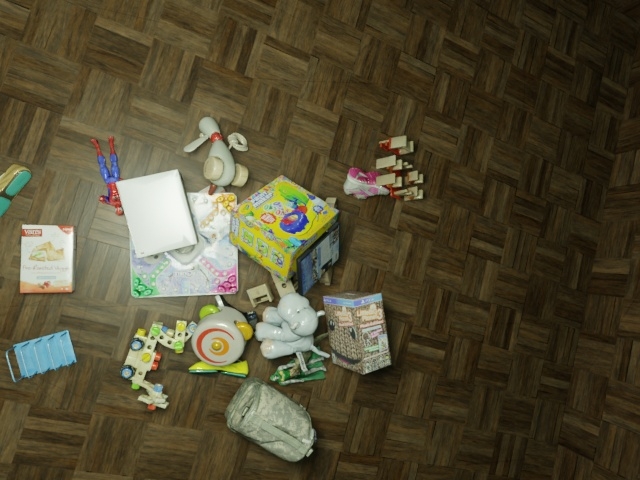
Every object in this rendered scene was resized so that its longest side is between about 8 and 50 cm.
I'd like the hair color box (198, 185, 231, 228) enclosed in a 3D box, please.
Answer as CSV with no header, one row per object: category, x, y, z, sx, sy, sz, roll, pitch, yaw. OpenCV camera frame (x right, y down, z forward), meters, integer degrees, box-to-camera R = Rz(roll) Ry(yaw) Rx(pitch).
hair color box,-0.394,-0.138,1.689,0.093,0.053,0.167,-34,100,-14

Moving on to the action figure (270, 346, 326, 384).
action figure,-0.094,0.535,1.771,0.232,0.063,0.137,-12,87,-19

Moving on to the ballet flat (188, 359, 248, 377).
ballet flat,-0.390,0.484,1.673,0.230,0.077,0.077,12,64,-21

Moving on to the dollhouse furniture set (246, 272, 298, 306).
dollhouse furniture set,-0.193,0.163,1.733,0.183,0.129,0.129,-20,95,12

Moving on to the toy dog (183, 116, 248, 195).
toy dog,-0.399,-0.301,1.622,0.220,0.334,0.161,29,121,-31

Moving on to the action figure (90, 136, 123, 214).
action figure,-0.749,-0.228,1.533,0.091,0.139,0.281,-13,95,-17

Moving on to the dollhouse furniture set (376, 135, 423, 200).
dollhouse furniture set,0.327,-0.309,1.872,0.262,0.135,0.259,15,74,-50

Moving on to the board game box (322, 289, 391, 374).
board game box,0.145,0.361,1.754,0.141,0.232,0.291,-9,91,-30

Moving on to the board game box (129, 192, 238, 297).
board game box,-0.508,0.016,1.616,0.389,0.050,0.390,-1,93,-13

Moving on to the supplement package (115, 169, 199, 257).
supplement package,-0.556,-0.093,1.500,0.203,0.145,0.262,-14,96,-11

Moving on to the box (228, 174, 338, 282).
box,-0.137,-0.051,1.601,0.279,0.177,0.290,33,48,16

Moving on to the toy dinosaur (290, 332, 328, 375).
toy dinosaur,-0.070,0.435,1.765,0.118,0.064,0.268,44,50,2

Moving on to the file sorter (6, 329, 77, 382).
file sorter,-0.944,0.393,1.464,0.170,0.104,0.118,-15,94,-19

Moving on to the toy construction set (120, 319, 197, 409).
toy construction set,-0.594,0.433,1.568,0.214,0.151,0.328,19,72,-18

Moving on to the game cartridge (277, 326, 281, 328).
game cartridge,-0.148,0.377,1.780,0.055,0.017,0.083,-16,94,-15

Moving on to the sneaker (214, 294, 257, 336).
sneaker,-0.321,0.287,1.697,0.121,0.079,0.217,-29,106,-20

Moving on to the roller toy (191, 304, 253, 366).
roller toy,-0.362,0.354,1.578,0.209,0.146,0.191,19,108,-6

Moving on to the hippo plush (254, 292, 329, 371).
hippo plush,-0.113,0.334,1.625,0.234,0.237,0.294,-25,66,-28

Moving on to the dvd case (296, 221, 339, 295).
dvd case,-0.004,0.065,1.597,0.253,0.022,0.181,-43,145,-38

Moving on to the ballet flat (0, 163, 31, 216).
ballet flat,-1.078,-0.159,1.460,0.073,0.080,0.232,30,75,13

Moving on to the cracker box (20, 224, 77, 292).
cracker box,-0.938,0.063,1.493,0.155,0.067,0.233,1,88,-19

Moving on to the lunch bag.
lunch bag,-0.185,0.687,1.633,0.305,0.256,0.213,37,78,-15

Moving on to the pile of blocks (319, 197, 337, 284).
pile of blocks,0.000,0.000,1.802,0.112,0.149,0.363,4,79,13

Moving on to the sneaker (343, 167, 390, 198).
sneaker,0.196,-0.236,1.874,0.252,0.111,0.103,10,46,-35
